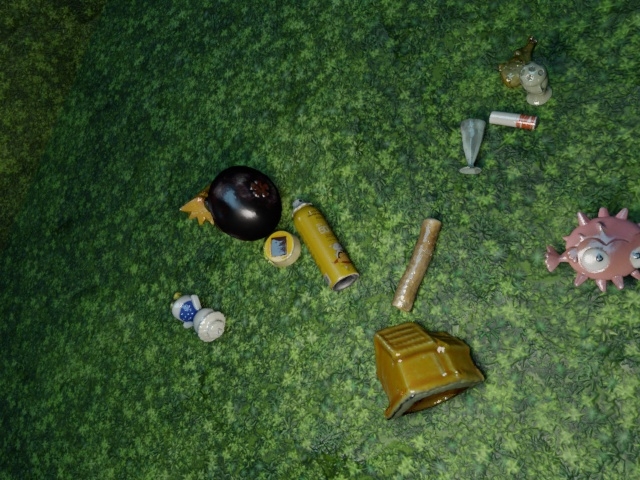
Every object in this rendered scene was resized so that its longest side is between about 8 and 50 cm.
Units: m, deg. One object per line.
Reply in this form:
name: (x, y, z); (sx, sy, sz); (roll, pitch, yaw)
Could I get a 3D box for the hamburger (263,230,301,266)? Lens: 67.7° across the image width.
hamburger: (-0.136, 0.031, 1.666); (0.141, 0.081, 0.126); (-24, 69, 9)

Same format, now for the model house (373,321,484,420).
model house: (0.278, 0.338, 1.332); (0.268, 0.173, 0.239); (-14, 54, -7)

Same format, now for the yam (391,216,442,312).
yam: (0.292, 0.071, 1.430); (0.066, 0.066, 0.299); (21, 87, 31)

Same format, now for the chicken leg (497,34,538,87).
chicken leg: (0.586, -0.533, 1.413); (0.093, 0.070, 0.178); (30, 85, 14)

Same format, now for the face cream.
face cream: (0.000, 0.000, 1.584); (0.105, 0.105, 0.348); (-39, 62, 16)

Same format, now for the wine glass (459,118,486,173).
wine glass: (0.449, -0.280, 1.422); (0.074, 0.073, 0.154); (2, 79, 30)

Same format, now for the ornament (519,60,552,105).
ornament: (0.601, -0.437, 1.327); (0.075, 0.156, 0.081); (-25, 67, 23)

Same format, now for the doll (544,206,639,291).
doll: (0.701, 0.022, 1.194); (0.262, 0.093, 0.210); (-9, 80, 24)

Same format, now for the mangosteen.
mangosteen: (-0.284, -0.116, 1.697); (0.302, 0.275, 0.274); (-35, 61, 43)

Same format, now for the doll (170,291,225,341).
doll: (-0.456, 0.280, 1.769); (0.293, 0.119, 0.138); (23, 97, 37)

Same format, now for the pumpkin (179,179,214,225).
pumpkin: (-0.402, -0.160, 1.866); (0.254, 0.130, 0.149); (-33, 19, 8)

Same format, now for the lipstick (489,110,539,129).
lipstick: (0.565, -0.352, 1.394); (0.131, 0.038, 0.038); (19, 88, 32)
